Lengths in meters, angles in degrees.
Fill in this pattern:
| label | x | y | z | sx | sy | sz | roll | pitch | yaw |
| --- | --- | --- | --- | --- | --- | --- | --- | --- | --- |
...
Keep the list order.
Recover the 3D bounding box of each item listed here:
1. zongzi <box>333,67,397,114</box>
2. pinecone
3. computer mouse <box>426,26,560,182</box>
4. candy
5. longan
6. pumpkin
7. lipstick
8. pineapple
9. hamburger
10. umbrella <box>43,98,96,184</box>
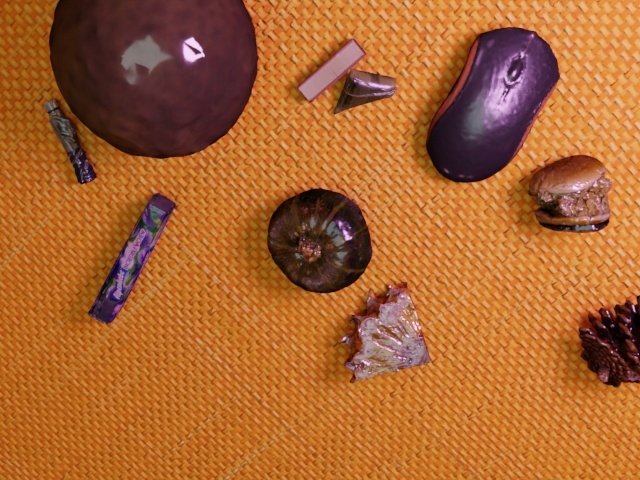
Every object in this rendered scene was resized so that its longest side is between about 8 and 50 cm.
| label | x | y | z | sx | sy | sz | roll | pitch | yaw |
| --- | --- | --- | --- | --- | --- | --- | --- | --- | --- |
| zongzi | 0.091 | -0.284 | 1.577 | 0.103 | 0.052 | 0.113 | 12 | 136 | -12 |
| pinecone | 0.639 | 0.203 | 1.599 | 0.212 | 0.185 | 0.169 | -18 | 82 | -7 |
| computer mouse | 0.328 | -0.254 | 1.516 | 0.182 | 0.116 | 0.323 | 24 | 109 | -7 |
| candy | -0.409 | 0.040 | 1.719 | 0.061 | 0.088 | 0.312 | 30 | 109 | -8 |
| longan | -0.292 | -0.341 | 1.435 | 0.390 | 0.391 | 0.391 | 2 | 109 | 6 |
| pumpkin | 0.000 | 0.000 | 1.621 | 0.223 | 0.157 | 0.224 | 8 | 109 | 24 |
| lipstick | 0.022 | -0.336 | 1.561 | 0.145 | 0.045 | 0.045 | -38 | 98 | 17 |
| pineapple | 0.149 | 0.210 | 1.696 | 0.186 | 0.114 | 0.236 | 33 | 106 | -4 |
| hamburger | 0.480 | -0.089 | 1.521 | 0.159 | 0.185 | 0.131 | -2 | 113 | 24 |
| umbrella | -0.528 | -0.211 | 1.675 | 0.050 | 0.046 | 0.188 | -22 | 100 | 10 |
